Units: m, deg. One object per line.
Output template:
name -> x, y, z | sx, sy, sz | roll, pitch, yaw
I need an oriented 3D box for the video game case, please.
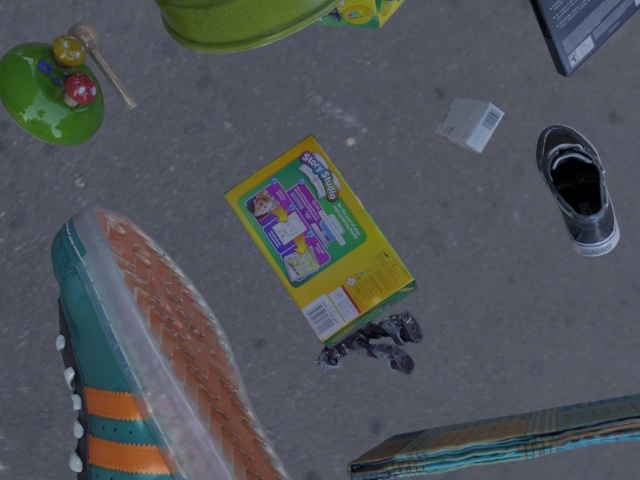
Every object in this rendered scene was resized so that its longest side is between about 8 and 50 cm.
video game case -> 0.346, -0.374, 1.186 | 0.196, 0.026, 0.274 | -44, 132, -6

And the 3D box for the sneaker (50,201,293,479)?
sneaker -> -0.097, 0.124, 0.510 | 0.121, 0.108, 0.302 | -33, 72, 12

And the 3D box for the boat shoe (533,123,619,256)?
boat shoe -> 0.408, -0.110, 1.482 | 0.301, 0.108, 0.102 | -90, 160, -46

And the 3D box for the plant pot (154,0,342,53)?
plant pot -> -0.137, -0.499, 1.177 | 0.366, 0.367, 0.353 | -63, 143, -23

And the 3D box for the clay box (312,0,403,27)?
clay box -> 0.040, -0.372, 1.370 | 0.127, 0.222, 0.053 | -53, 143, -39

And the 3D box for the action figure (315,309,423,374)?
action figure -> 0.090, 0.206, 1.937 | 0.099, 0.285, 0.185 | 45, 62, -30

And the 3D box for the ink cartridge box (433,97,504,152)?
ink cartridge box -> 0.199, -0.158, 1.234 | 0.029, 0.115, 0.062 | 30, 93, -19

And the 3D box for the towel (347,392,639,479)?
towel -> 0.241, 0.243, 1.121 | 0.271, 0.370, 0.040 | 16, 62, -72

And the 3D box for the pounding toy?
pounding toy -> -0.385, -0.263, 1.440 | 0.183, 0.110, 0.237 | 53, 39, -7

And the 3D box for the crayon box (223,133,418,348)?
crayon box -> 0.000, 0.000, 1.366 | 0.165, 0.081, 0.278 | -34, 75, 0
